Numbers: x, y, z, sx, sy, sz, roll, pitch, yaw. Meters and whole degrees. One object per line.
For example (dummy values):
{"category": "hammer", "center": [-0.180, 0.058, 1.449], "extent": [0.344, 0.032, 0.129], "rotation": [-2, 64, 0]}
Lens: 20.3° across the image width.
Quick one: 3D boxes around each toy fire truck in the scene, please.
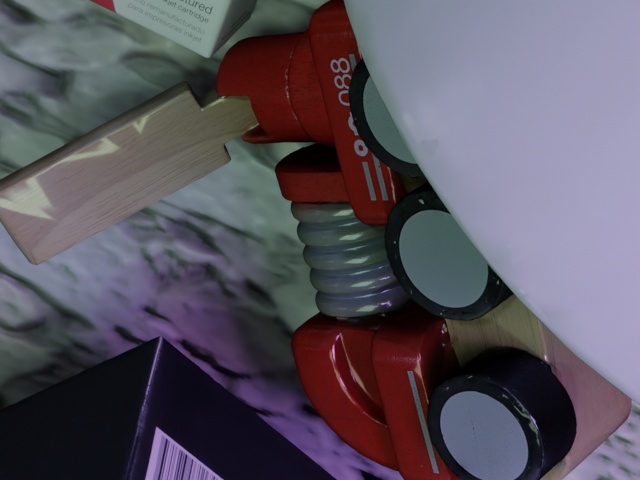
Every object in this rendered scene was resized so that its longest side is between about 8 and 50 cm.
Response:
{"category": "toy fire truck", "center": [0.000, 0.000, 0.794], "extent": [0.246, 0.158, 0.217], "rotation": [1, 114, 41]}

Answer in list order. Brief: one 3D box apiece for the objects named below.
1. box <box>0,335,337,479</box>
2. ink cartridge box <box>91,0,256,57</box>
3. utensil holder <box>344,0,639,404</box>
{"category": "box", "center": [-0.063, 0.182, 0.870], "extent": [0.184, 0.103, 0.261], "rotation": [-27, 126, 30]}
{"category": "ink cartridge box", "center": [-0.060, -0.162, 0.761], "extent": [0.099, 0.056, 0.135], "rotation": [26, 123, 5]}
{"category": "utensil holder", "center": [0.231, -0.145, 0.492], "extent": [0.327, 0.327, 0.385], "rotation": [44, 130, -7]}
